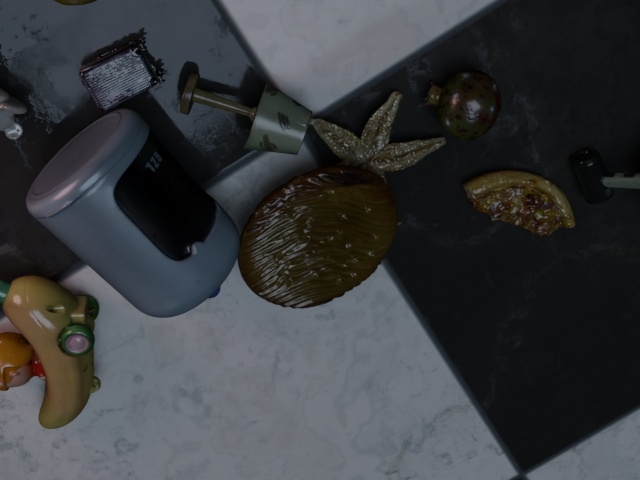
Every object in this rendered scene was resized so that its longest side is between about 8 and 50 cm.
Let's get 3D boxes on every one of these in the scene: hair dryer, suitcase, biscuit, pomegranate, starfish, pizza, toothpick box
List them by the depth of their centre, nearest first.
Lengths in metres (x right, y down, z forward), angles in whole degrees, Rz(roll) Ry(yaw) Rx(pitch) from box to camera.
[{"bbox_3d":[-0.331,-0.274,1.490,0.126,0.059,0.086,-27,116,2],"label":"suitcase"},{"bbox_3d":[-0.299,-0.018,1.530,0.263,0.263,0.354,-38,117,8],"label":"toothpick box"},{"bbox_3d":[0.255,-0.240,1.589,0.130,0.130,0.130,-4,116,-9],"label":"pomegranate"},{"bbox_3d":[0.000,0.000,1.642,0.318,0.040,0.317,-15,133,-17],"label":"biscuit"},{"bbox_3d":[0.113,-0.151,1.643,0.231,0.048,0.295,-34,120,6],"label":"starfish"},{"bbox_3d":[0.568,-0.118,1.679,0.057,0.198,0.100,-46,123,-28],"label":"hair dryer"},{"bbox_3d":[0.390,-0.071,1.729,0.246,0.058,0.127,29,107,-20],"label":"pizza"}]

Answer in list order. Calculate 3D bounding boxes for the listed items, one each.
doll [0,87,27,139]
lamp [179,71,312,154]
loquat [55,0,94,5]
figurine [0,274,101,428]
[{"bbox_3d":[-0.612,-0.305,1.407,0.188,0.099,0.384,-39,113,8],"label":"doll"},{"bbox_3d":[-0.127,-0.217,1.530,0.215,0.121,0.121,17,111,-5],"label":"lamp"},{"bbox_3d":[-0.367,-0.448,1.353,0.152,0.152,0.195,17,119,-18],"label":"loquat"},{"bbox_3d":[-0.519,0.212,1.652,0.222,0.124,0.324,-1,119,-11],"label":"figurine"}]
